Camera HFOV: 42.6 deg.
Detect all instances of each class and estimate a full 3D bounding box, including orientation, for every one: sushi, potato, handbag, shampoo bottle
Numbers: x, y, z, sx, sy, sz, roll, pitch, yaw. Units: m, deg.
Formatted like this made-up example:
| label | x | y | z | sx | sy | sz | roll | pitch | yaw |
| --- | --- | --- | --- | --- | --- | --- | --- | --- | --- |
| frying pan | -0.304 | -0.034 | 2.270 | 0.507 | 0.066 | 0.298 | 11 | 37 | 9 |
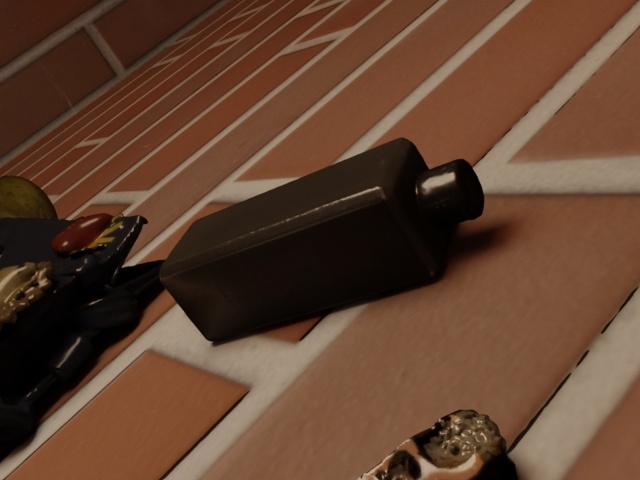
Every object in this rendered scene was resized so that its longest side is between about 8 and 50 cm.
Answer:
| label | x | y | z | sx | sy | sz | roll | pitch | yaw |
| --- | --- | --- | --- | --- | --- | --- | --- | --- | --- |
| sushi | 0.051 | 0.115 | 0.355 | 0.083 | 0.044 | 0.046 | -36 | 43 | -3 |
| potato | -0.429 | 0.004 | 1.089 | 0.113 | 0.149 | 0.251 | -36 | 25 | 19 |
| handbag | -0.337 | 0.093 | 0.817 | 0.329 | 0.122 | 0.303 | -7 | 33 | 45 |
| shampoo bottle | 0.000 | 0.000 | 0.596 | 0.246 | 0.080 | 0.079 | -20 | 27 | 31 |
